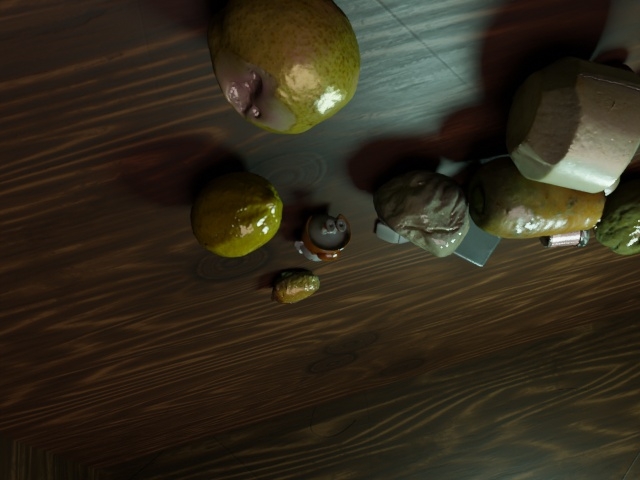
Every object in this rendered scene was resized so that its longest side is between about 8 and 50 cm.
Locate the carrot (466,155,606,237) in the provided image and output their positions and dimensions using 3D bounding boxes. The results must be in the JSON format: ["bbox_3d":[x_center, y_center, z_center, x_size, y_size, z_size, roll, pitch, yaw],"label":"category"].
[{"bbox_3d":[0.578,-0.117,1.522,0.340,0.224,0.224,-2,146,-11],"label":"carrot"}]

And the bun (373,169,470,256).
[{"bbox_3d":[0.296,-0.090,1.542,0.281,0.281,0.205,20,108,-45],"label":"bun"}]

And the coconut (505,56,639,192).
[{"bbox_3d":[0.607,-0.263,1.321,0.323,0.323,0.323,-13,148,-8],"label":"coconut"}]

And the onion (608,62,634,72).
[{"bbox_3d":[0.735,-0.390,1.411,0.107,0.097,0.107,-1,110,-2],"label":"onion"}]

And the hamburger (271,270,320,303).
[{"bbox_3d":[-0.093,0.150,1.853,0.176,0.087,0.102,-17,150,5],"label":"hamburger"}]

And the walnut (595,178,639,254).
[{"bbox_3d":[1.072,-0.076,1.928,0.227,0.283,0.283,23,138,-8],"label":"walnut"}]

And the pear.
[{"bbox_3d":[-0.065,-0.321,0.976,0.271,0.271,0.271,-13,148,-8],"label":"pear"}]

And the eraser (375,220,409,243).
[{"bbox_3d":[0.350,-0.058,1.768,0.352,0.061,0.089,-13,148,-7],"label":"eraser"}]

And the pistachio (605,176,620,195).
[{"bbox_3d":[0.838,-0.176,1.757,0.129,0.131,0.206,12,143,-27],"label":"pistachio"}]

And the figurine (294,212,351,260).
[{"bbox_3d":[0.000,-0.010,1.627,0.143,0.143,0.271,-5,180,-19],"label":"figurine"}]

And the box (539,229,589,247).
[{"bbox_3d":[0.836,-0.043,1.952,0.135,0.151,0.151,-11,149,4],"label":"box"}]

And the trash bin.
[{"bbox_3d":[0.476,-0.056,1.693,0.177,0.101,0.236,24,100,-23],"label":"trash bin"}]

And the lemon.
[{"bbox_3d":[-0.204,-0.061,1.357,0.260,0.204,0.204,-21,151,32],"label":"lemon"}]
